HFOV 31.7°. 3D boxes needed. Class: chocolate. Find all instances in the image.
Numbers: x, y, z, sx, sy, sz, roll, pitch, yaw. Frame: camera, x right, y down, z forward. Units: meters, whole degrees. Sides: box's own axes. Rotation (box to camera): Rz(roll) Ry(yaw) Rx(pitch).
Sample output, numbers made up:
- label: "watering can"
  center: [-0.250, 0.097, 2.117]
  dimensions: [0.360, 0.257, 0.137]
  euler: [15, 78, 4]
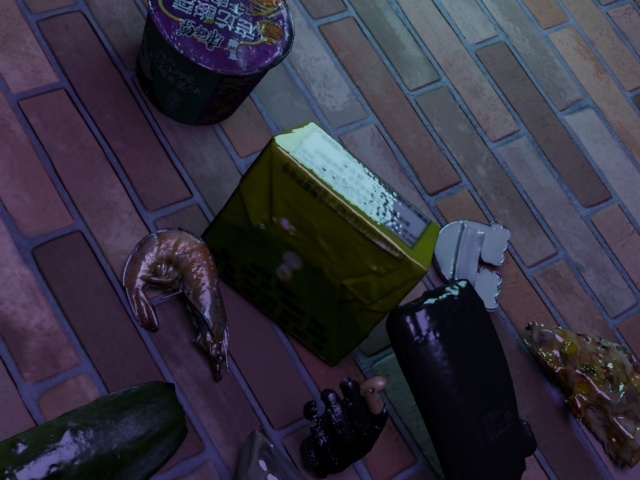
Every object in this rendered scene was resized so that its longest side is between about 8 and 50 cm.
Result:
- label: "chocolate"
  center: [0.000, 0.000, 1.723]
  dimensions: [0.301, 0.289, 0.137]
  euler: [39, 44, 0]

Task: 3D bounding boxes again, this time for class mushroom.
- label: "mushroom"
  center: [-0.009, 0.424, 1.599]
  dimensions: [0.109, 0.097, 0.351]
  euler: [-33, 83, -34]

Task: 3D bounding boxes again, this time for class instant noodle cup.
- label: "instant noodle cup"
  center: [-0.190, -0.322, 1.864]
  dimensions: [0.251, 0.190, 0.251]
  euler: [11, 58, -19]

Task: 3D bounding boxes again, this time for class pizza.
- label: "pizza"
  center: [0.475, 0.234, 1.938]
  dimensions: [0.189, 0.071, 0.297]
  euler: [-37, 82, -34]

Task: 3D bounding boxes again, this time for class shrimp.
- label: "shrimp"
  center: [-0.212, 0.101, 1.713]
  dimensions: [0.144, 0.052, 0.251]
  euler: [-19, 74, -11]

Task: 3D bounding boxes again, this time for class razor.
- label: "razor"
  center: [0.220, 0.231, 1.736]
  dimensions: [0.189, 0.107, 0.326]
  euler: [-27, 99, -42]

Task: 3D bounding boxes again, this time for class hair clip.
- label: "hair clip"
  center: [0.258, 0.039, 1.961]
  dimensions: [0.140, 0.054, 0.220]
  euler: [21, 54, -8]

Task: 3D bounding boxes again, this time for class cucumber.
- label: "cucumber"
  center: [-0.306, 0.288, 1.535]
  dimensions: [0.325, 0.105, 0.145]
  euler: [-22, 73, -35]

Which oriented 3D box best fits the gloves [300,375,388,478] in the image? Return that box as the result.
- label: "gloves"
  center: [0.046, 0.268, 1.654]
  dimensions: [0.129, 0.180, 0.106]
  euler: [-13, 70, -29]
